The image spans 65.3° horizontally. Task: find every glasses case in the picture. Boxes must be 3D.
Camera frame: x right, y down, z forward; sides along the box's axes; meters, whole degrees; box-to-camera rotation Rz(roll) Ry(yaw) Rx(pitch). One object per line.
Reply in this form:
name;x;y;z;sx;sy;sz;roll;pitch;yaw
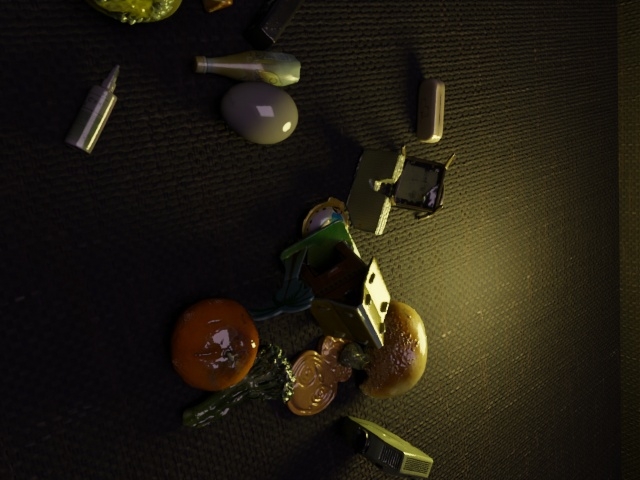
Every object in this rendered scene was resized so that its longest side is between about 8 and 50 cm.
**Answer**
glasses case;0.349;-0.412;1.589;0.050;0.083;0.197;-3;96;-33

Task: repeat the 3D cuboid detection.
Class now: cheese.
cheese;0.000;0.000;1.411;0.156;0.064;0.250;22;96;-34

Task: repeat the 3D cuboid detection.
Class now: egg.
egg;-0.147;-0.310;1.213;0.198;0.146;0.147;10;91;-36

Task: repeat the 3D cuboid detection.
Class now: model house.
model house;0.023;0.190;1.285;0.340;0.324;0.301;-30;122;-5

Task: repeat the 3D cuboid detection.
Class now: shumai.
shumai;0.108;0.347;1.473;0.083;0.080;0.082;-23;106;-36

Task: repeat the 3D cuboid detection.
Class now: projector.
projector;0.179;0.618;1.493;0.193;0.269;0.088;29;80;-34

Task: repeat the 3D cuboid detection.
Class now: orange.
orange;-0.252;0.249;1.201;0.223;0.170;0.224;-5;98;-36

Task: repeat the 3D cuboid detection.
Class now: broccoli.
broccoli;-0.210;0.394;1.288;0.303;0.145;0.165;-25;106;-17

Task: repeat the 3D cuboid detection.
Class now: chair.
chair;0.309;-0.173;1.556;0.272;0.166;0.188;27;76;-78

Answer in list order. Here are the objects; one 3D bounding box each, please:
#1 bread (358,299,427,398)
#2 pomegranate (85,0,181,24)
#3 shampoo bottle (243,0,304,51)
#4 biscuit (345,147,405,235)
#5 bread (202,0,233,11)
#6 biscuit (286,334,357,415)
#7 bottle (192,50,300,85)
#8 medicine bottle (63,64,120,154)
bread;0.226;0.349;1.537;0.171;0.192;0.314;18;86;-37
pomegranate;-0.339;-0.551;0.972;0.340;0.260;0.261;4;94;-25
shampoo bottle;-0.074;-0.616;1.253;0.071;0.098;0.310;39;74;-27
biscuit;0.152;-0.143;1.445;0.046;0.147;0.250;22;84;-45
bread;-0.248;-0.600;1.149;0.053;0.074;0.132;-28;114;-49
biscuit;0.008;0.391;1.485;0.288;0.044;0.202;-35;115;-24
bottle;-0.178;-0.420;1.218;0.269;0.083;0.083;-9;102;-31
medicine bottle;-0.467;-0.281;1.047;0.057;0.057;0.199;29;80;-34
